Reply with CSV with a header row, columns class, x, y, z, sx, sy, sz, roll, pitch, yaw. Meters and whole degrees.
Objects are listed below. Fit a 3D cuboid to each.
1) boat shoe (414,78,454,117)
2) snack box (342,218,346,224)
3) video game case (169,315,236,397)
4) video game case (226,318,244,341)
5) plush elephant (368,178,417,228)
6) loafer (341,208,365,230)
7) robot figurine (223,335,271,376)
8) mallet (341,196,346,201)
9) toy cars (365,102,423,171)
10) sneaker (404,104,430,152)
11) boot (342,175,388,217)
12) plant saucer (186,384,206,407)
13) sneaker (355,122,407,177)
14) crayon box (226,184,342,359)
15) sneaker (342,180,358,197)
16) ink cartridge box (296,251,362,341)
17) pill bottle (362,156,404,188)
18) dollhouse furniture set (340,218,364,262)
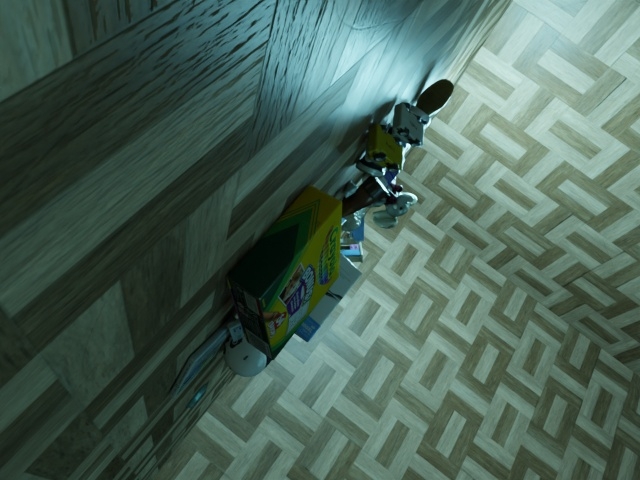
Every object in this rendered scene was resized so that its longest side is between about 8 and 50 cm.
class,x,y,z,sx,sy,sz,roll,pitch,yaw
boat shoe,0.437,-0.552,2.048,0.277,0.098,0.096,-45,-177,45
snack box,0.000,0.000,1.987,0.207,0.070,0.174,-55,175,21
video game case,-0.340,0.335,1.477,0.193,0.023,0.212,-56,175,34
video game case,-0.190,0.238,1.513,0.173,0.022,0.190,-25,162,-14
plush elephant,0.337,-0.213,2.451,0.272,0.255,0.330,-56,178,-21
loafer,0.131,-0.121,2.275,0.111,0.112,0.319,-16,-167,18
robot figurine,-0.236,0.368,1.849,0.278,0.174,0.209,-46,141,-56
mallet,0.071,-0.129,1.972,0.190,0.039,0.062,-42,166,-45
toy cars,0.220,-0.317,1.570,0.087,0.176,0.393,-2,-152,32
sneaker,0.331,-0.413,1.951,0.153,0.101,0.268,-55,178,-1
boot,0.103,-0.110,1.784,0.280,0.096,0.264,-38,-174,11
plant saucer,-0.514,0.656,2.129,0.119,0.021,0.119,-52,174,-7
sneaker,0.216,-0.306,1.706,0.282,0.099,0.153,-28,146,-59
crayon box,-0.073,0.092,1.280,0.313,0.106,0.363,-49,159,-26
sneaker,0.114,-0.184,1.897,0.061,0.054,0.152,-48,168,9
ink cartridge box,-0.030,0.236,2.314,0.395,0.166,0.285,-50,-165,-11
pill bottle,0.272,-0.298,2.166,0.186,0.112,0.112,-51,175,-17
dollhouse furniture set,0.114,-0.071,2.592,0.286,0.198,0.303,-90,180,-63
